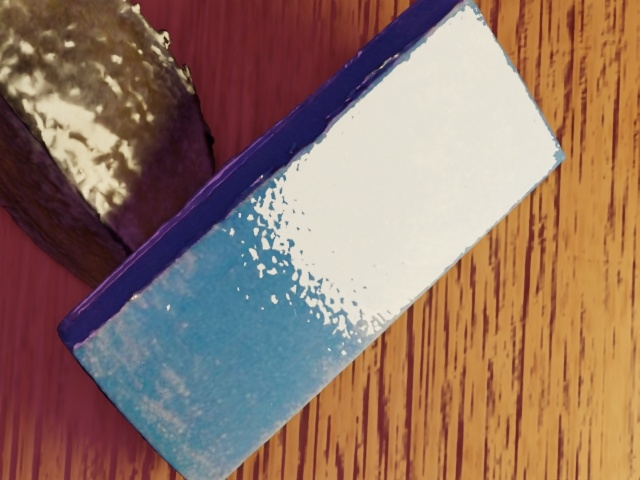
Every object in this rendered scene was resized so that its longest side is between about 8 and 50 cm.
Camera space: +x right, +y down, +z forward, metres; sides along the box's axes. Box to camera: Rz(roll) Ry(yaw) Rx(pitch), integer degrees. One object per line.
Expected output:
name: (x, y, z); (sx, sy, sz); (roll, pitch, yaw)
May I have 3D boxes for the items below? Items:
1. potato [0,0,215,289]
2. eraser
potato: (-0.152, -0.076, 0.954); (0.261, 0.100, 0.120); (56, 52, -31)
eraser: (0.000, 0.000, 0.961); (0.312, 0.042, 0.144); (-43, 123, -9)
